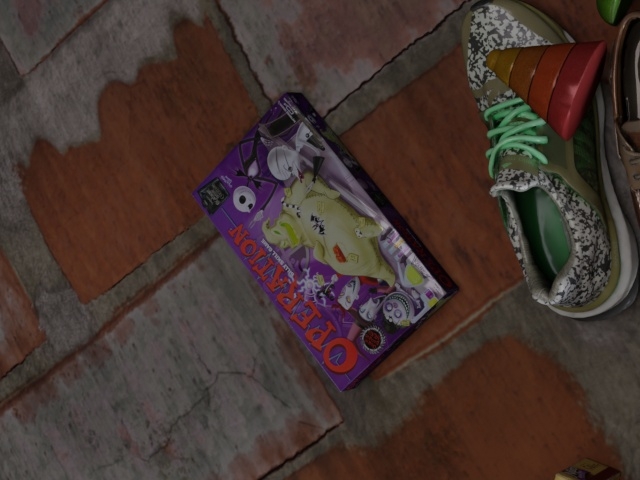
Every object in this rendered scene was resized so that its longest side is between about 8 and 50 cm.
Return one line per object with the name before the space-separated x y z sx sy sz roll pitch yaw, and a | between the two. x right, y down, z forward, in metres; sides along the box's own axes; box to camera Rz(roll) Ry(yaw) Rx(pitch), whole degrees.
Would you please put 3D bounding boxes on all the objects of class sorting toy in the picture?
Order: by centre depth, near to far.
sorting toy | 0.296 -0.301 1.802 0.126 0.127 0.366 21 83 17

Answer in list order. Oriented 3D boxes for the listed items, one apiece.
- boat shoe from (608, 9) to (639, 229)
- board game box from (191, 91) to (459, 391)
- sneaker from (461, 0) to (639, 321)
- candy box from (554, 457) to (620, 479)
boat shoe | 0.383 -0.109 1.784 0.123 0.116 0.324 -15 78 36
board game box | 0.000 0.000 2.066 0.208 0.056 0.347 -47 72 27
sneaker | 0.253 -0.099 1.842 0.158 0.182 0.410 -23 82 28
candy box | 0.299 0.364 1.890 0.053 0.109 0.187 21 104 26
